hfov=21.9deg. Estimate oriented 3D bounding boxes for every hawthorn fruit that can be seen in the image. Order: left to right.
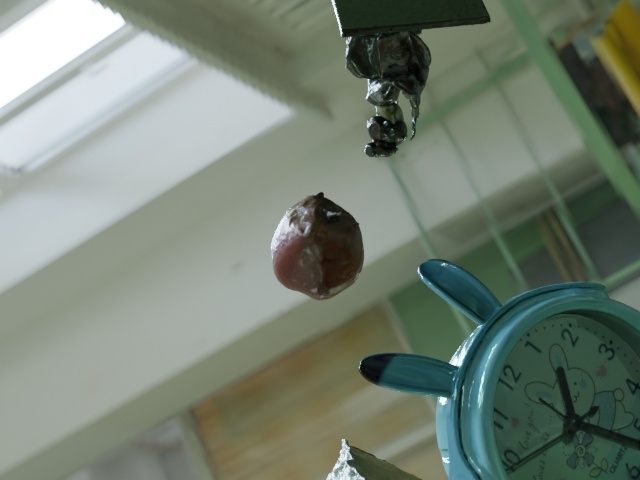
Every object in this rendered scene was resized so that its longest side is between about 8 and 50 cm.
[{"bbox_3d":[0.000,0.000,1.394,0.081,0.081,0.093,-98,15,-49],"label":"hawthorn fruit"}]

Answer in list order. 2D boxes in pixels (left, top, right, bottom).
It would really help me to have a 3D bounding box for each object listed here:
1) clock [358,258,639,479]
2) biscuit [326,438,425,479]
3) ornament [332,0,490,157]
[{"bbox_3d":[0.088,0.067,0.635,0.147,0.045,0.108,38,-112,-15],"label":"clock"},{"bbox_3d":[0.084,0.223,1.252,0.188,0.040,0.265,20,-168,-45],"label":"biscuit"},{"bbox_3d":[0.090,-0.179,1.769,0.166,0.153,0.196,-99,6,-58],"label":"ornament"}]
